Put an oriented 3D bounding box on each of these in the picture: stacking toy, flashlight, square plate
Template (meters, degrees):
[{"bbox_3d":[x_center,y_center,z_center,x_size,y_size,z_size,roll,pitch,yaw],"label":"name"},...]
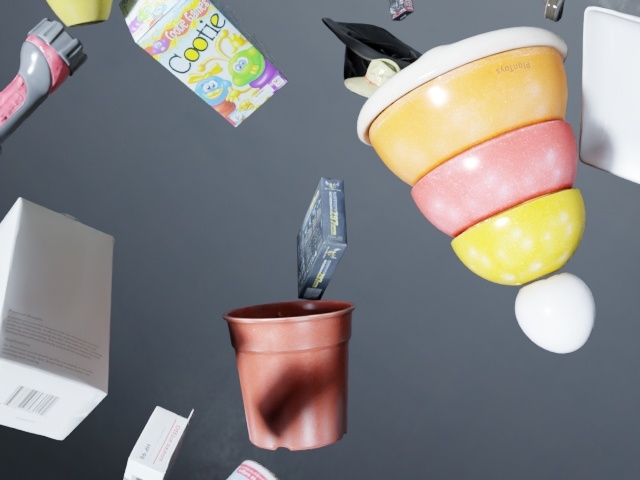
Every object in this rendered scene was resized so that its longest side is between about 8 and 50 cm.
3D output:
[{"bbox_3d":[0.286,-0.051,1.224,0.350,0.350,0.480,107,145,-77],"label":"stacking toy"},{"bbox_3d":[-0.541,-0.249,1.362,0.103,0.304,0.103,37,161,6],"label":"flashlight"},{"bbox_3d":[0.564,-0.188,1.189,0.344,0.049,0.347,26,155,30],"label":"square plate"}]

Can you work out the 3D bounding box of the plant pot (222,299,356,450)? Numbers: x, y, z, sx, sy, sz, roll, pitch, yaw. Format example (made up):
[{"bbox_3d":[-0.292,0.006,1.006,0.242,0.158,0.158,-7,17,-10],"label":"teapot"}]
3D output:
[{"bbox_3d":[-0.054,0.270,1.601,0.272,0.265,0.272,-4,-178,0],"label":"plant pot"}]

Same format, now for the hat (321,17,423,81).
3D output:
[{"bbox_3d":[0.134,-0.396,1.833,0.331,0.134,0.331,18,-153,-10],"label":"hat"}]

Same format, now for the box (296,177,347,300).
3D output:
[{"bbox_3d":[0.000,0.000,1.782,0.059,0.183,0.233,8,142,-14],"label":"box"}]

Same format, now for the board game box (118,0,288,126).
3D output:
[{"bbox_3d":[-0.211,-0.362,1.447,0.275,0.142,0.144,38,-163,-47],"label":"board game box"}]

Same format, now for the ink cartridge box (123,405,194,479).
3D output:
[{"bbox_3d":[-0.256,0.334,1.223,0.060,0.104,0.180,23,133,0],"label":"ink cartridge box"}]

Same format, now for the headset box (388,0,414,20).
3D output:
[{"bbox_3d":[0.209,-0.616,2.050,0.032,0.083,0.062,-6,172,-34],"label":"headset box"}]

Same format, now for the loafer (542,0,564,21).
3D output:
[{"bbox_3d":[0.493,-0.564,1.730,0.078,0.220,0.080,1,146,8],"label":"loafer"}]

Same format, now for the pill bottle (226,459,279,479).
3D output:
[{"bbox_3d":[-0.120,0.372,1.027,0.087,0.160,0.087,30,145,25],"label":"pill bottle"}]

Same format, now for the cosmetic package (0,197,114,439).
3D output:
[{"bbox_3d":[-0.472,0.124,1.333,0.197,0.155,0.365,28,-149,-32],"label":"cosmetic package"}]

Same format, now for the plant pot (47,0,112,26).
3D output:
[{"bbox_3d":[-0.407,-0.416,1.336,0.134,0.134,0.095,14,117,60],"label":"plant pot"}]

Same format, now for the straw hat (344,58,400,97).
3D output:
[{"bbox_3d":[0.122,-0.319,1.527,0.144,0.144,0.061,30,123,28],"label":"straw hat"}]
